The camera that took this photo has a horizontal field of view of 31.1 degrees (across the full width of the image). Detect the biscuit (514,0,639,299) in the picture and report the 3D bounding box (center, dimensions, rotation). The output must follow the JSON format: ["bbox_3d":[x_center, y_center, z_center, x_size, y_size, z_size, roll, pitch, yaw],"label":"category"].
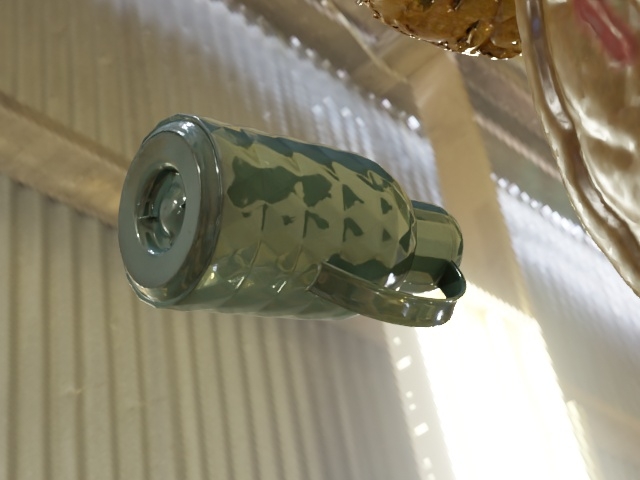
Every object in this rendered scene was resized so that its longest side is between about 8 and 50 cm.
[{"bbox_3d":[0.144,-0.106,0.325,0.049,0.257,0.273,-6,-93,-31],"label":"biscuit"}]

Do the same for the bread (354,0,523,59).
[{"bbox_3d":[0.205,-0.387,1.315,0.398,0.398,0.215,30,-132,-35],"label":"bread"}]

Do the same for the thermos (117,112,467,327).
[{"bbox_3d":[0.000,0.000,0.904,0.286,0.145,0.182,8,-153,-37],"label":"thermos"}]
